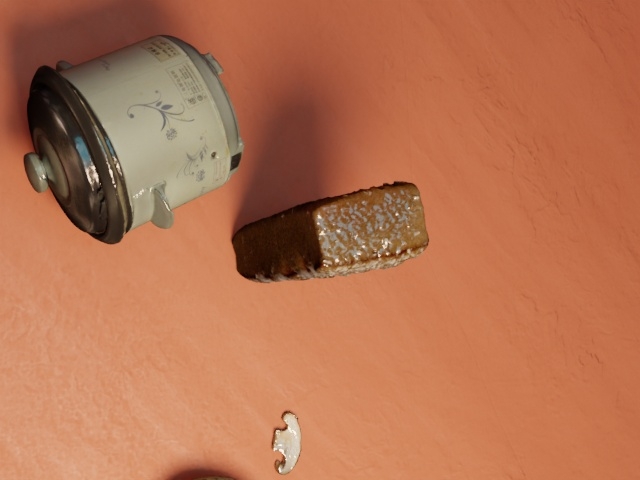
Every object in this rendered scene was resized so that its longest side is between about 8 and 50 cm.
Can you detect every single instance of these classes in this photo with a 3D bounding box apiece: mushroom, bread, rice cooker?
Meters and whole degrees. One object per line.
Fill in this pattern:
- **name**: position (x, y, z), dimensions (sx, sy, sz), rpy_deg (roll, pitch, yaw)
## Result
- **mushroom**: position (-0.054, 0.330, 1.641), dimensions (0.049, 0.019, 0.101), rpy_deg (14, 77, -23)
- **bread**: position (0.000, 0.000, 1.482), dimensions (0.165, 0.416, 0.113), rpy_deg (-11, 89, -20)
- **rice cooker**: position (-0.281, -0.145, 1.453), dimensions (0.317, 0.264, 0.316), rpy_deg (7, 59, -13)

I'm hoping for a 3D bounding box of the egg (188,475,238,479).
- **egg**: position (-0.155, 0.426, 1.522), dimensions (0.182, 0.141, 0.141), rpy_deg (6, 83, -32)
